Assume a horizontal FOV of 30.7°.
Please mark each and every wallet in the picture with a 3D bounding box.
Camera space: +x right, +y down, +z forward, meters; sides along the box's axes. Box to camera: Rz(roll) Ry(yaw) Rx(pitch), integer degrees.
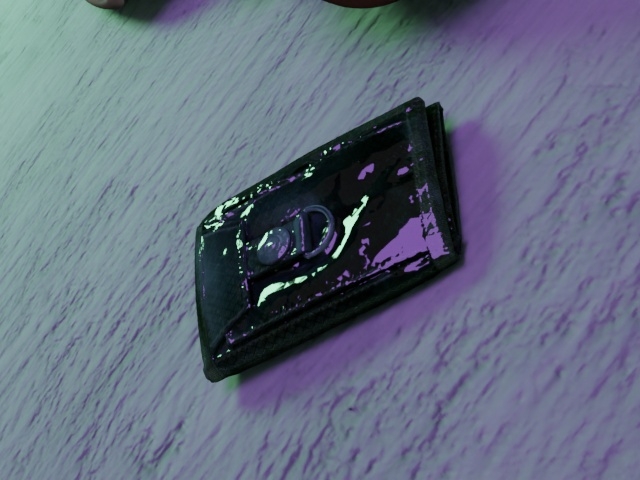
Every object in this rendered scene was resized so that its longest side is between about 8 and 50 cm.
[{"bbox_3d":[-0.002,-0.001,0.897,0.236,0.055,0.160,-30,47,29],"label":"wallet"}]

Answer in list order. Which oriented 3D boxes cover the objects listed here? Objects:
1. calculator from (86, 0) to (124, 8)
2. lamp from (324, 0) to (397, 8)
[{"bbox_3d":[-0.300,-0.403,1.478,0.048,0.220,0.329,-14,20,-17],"label":"calculator"},{"bbox_3d":[0.042,-0.354,1.001,0.305,0.239,0.306,16,111,48],"label":"lamp"}]
